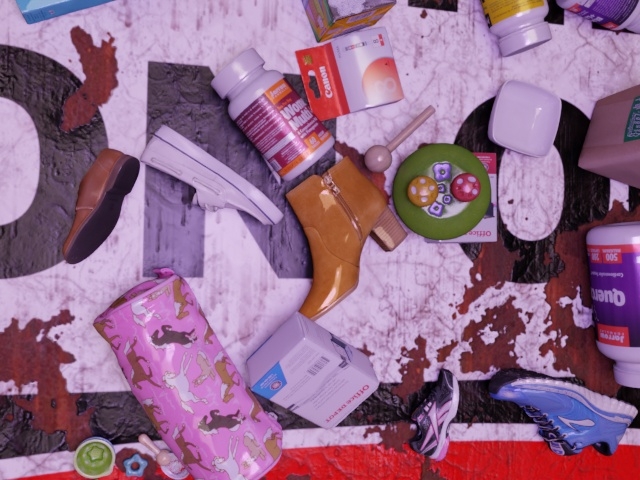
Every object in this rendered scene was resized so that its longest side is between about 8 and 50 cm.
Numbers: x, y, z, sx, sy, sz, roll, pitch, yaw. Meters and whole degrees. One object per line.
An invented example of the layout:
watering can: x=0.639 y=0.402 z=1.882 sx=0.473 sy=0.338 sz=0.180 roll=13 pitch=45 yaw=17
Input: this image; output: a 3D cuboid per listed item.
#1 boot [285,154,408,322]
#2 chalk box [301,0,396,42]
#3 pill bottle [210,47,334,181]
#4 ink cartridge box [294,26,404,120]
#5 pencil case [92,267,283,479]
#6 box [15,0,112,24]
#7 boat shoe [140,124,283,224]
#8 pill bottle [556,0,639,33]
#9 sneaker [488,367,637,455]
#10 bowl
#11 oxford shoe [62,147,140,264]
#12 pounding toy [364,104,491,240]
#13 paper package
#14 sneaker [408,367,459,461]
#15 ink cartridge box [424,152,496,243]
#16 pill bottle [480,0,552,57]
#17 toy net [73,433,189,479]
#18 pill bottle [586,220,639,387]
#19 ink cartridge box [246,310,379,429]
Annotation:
boot: x=0.001 y=-0.001 z=1.210 sx=0.295 sy=0.104 sz=0.211 roll=-44 pitch=94 yaw=-14
chalk box: x=0.028 y=-0.495 z=1.192 sx=0.132 sy=0.132 sz=0.213 roll=-21 pitch=94 yaw=-12
pill bottle: x=-0.086 y=-0.224 z=1.166 sx=0.121 sy=0.121 sz=0.221 roll=-42 pitch=100 yaw=-11
ink cartridge box: x=0.057 y=-0.317 z=1.244 sx=0.179 sy=0.045 sz=0.145 roll=-17 pitch=94 yaw=-16
pencil case: x=-0.220 y=0.238 z=1.115 sx=0.160 sy=0.167 sz=0.386 roll=-28 pitch=99 yaw=22
box: x=-0.402 y=-0.457 z=1.116 sx=0.244 sy=0.060 sz=0.100 roll=-22 pitch=96 yaw=-13
boat shoe: x=-0.193 y=-0.095 z=1.154 sx=0.267 sy=0.096 sz=0.088 roll=35 pitch=86 yaw=-11
pill bottle: x=0.596 y=-0.500 z=1.348 sx=0.193 sy=0.108 sz=0.108 roll=17 pitch=86 yaw=-14
sneaker: x=0.481 y=0.353 z=1.310 sx=0.330 sy=0.130 sz=0.147 roll=21 pitch=82 yaw=-14
bowl: x=0.407 y=-0.245 z=1.328 sx=0.142 sy=0.053 sz=0.142 roll=16 pitch=87 yaw=-14
oxford shoe: x=-0.391 y=-0.060 z=1.126 sx=0.076 sy=0.076 sz=0.212 roll=26 pitch=85 yaw=17
pounding toy: x=0.205 y=-0.112 z=1.181 sx=0.183 sy=0.110 sz=0.237 roll=-37 pitch=87 yaw=6
paper package: x=0.735 y=-0.195 z=1.275 sx=0.309 sy=0.325 sz=0.168 roll=14 pitch=86 yaw=-13
sneaker: x=0.218 y=0.336 z=1.275 sx=0.077 sy=0.072 sz=0.178 roll=13 pitch=81 yaw=-4
ink cartridge box: x=0.275 y=-0.081 z=1.284 sx=0.127 sy=0.072 sz=0.175 roll=-1 pitch=90 yaw=-15
pill bottle: x=0.376 y=-0.478 z=1.286 sx=0.119 sy=0.119 sz=0.208 roll=-20 pitch=95 yaw=-14
toy net: x=-0.310 y=0.401 z=1.148 sx=0.232 sy=0.045 sz=0.122 roll=3 pitch=89 yaw=-15
pill bottle: x=0.647 y=0.125 z=1.324 sx=0.181 sy=0.181 sz=0.323 roll=-6 pitch=91 yaw=-14
ink cartridge box: x=-0.014 y=0.234 z=1.157 sx=0.191 sy=0.082 sz=0.139 roll=36 pitch=107 yaw=-31
